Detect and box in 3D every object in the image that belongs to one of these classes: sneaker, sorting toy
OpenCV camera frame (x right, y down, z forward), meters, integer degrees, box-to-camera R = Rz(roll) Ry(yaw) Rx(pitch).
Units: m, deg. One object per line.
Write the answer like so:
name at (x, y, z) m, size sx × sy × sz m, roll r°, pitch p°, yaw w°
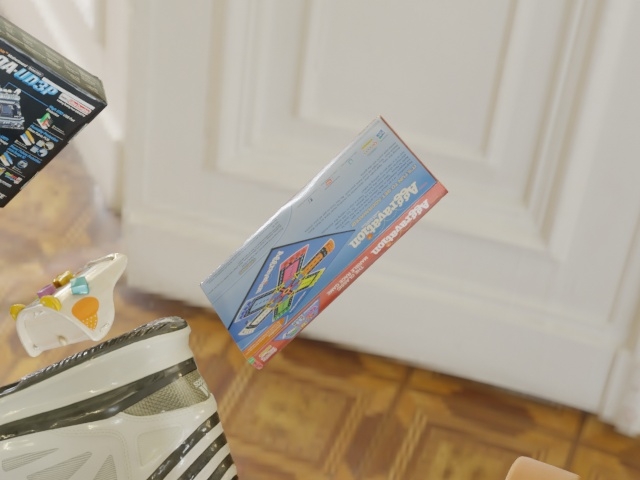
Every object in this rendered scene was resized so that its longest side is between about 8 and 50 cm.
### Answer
sneaker at (-0.284, 0.269, 1.692) m, size 0.447 × 0.257 × 0.169 m, roll -23°, pitch -1°, yaw 22°
sorting toy at (-0.169, 0.037, 1.169) m, size 0.083 × 0.045 × 0.075 m, roll -16°, pitch 27°, yaw 47°

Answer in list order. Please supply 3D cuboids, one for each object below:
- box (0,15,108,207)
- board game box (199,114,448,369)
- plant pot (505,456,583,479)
box at (-0.358, -0.146, 1.731) m, size 0.220 × 0.175 × 0.051 m, roll 31°, pitch 25°, yaw -39°
board game box at (0.000, 0.000, 1.844) m, size 0.281 × 0.027 × 0.145 m, roll -43°, pitch 42°, yaw 6°
plant pot at (0.244, 0.358, 1.513) m, size 0.203 × 0.291 × 0.291 m, roll 12°, pitch 41°, yaw 15°
